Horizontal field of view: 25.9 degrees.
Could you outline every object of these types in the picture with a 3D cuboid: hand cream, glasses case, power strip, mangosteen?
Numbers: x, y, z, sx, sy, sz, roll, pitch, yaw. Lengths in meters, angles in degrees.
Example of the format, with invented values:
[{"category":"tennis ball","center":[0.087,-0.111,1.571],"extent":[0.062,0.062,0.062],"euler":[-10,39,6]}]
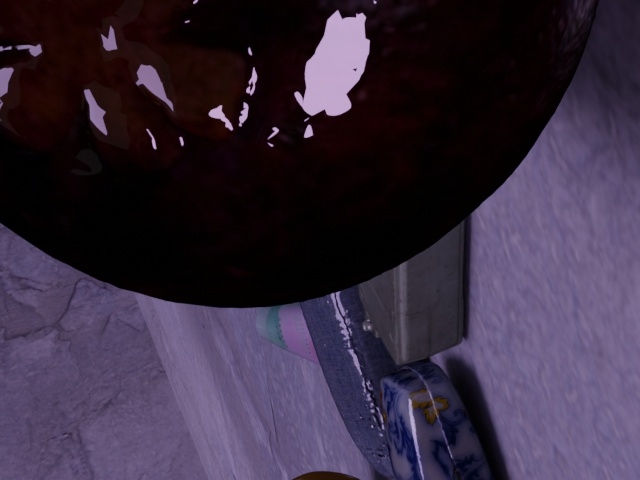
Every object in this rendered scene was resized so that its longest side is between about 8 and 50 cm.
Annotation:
[{"category":"hand cream","center":[-0.009,0.083,1.292],"extent":[0.174,0.047,0.076],"euler":[10,117,66]},{"category":"glasses case","center":[0.020,0.043,1.042],"extent":[0.109,0.067,0.282],"euler":[165,88,-73]},{"category":"glasses case","center":[0.096,0.203,0.947],"extent":[0.087,0.065,0.248],"euler":[-171,63,-74]},{"category":"power strip","center":[0.052,-0.030,0.838],"extent":[0.272,0.052,0.078],"euler":[86,161,-45]},{"category":"mangosteen","center":[-0.032,-0.138,0.569],"extent":[0.347,0.307,0.306],"euler":[-63,-37,-62]}]

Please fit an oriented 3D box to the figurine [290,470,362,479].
[{"category":"figurine","center":[0.024,0.309,1.218],"extent":[0.228,0.215,0.215],"euler":[-2,106,62]}]
